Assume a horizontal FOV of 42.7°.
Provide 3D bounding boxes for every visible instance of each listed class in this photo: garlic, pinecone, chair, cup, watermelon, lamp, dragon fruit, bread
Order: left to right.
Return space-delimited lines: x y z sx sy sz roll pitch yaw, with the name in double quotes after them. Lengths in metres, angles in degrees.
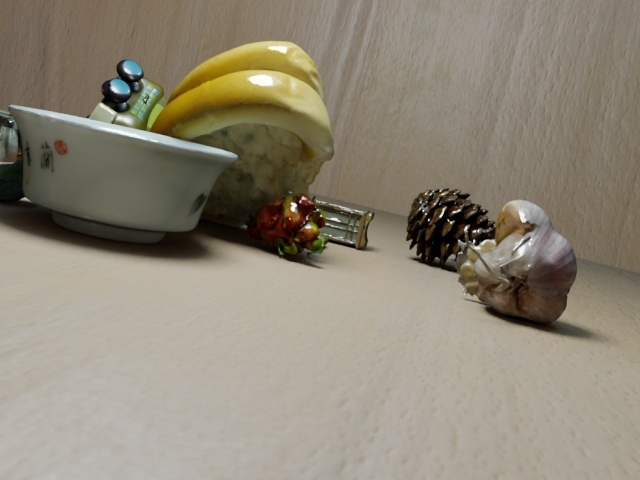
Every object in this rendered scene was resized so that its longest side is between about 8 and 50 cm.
-0.538 -0.100 1.338 0.139 0.071 0.187 9 11 37 "watermelon"
-0.556 -0.167 1.526 0.147 0.136 0.270 16 9 16 "chair"
-0.313 -0.093 1.267 0.347 0.163 0.347 12 7 -2 "cup"
-0.140 -0.188 1.558 0.329 0.245 0.424 34 -39 -16 "bread"
-0.058 -0.024 1.452 0.138 0.142 0.175 -23 40 -8 "dragon fruit"
-0.046 -0.060 1.845 0.325 0.089 0.090 13 6 6 "lamp"
0.294 -0.026 1.832 0.204 0.179 0.184 20 46 10 "pinecone"
0.287 0.039 1.351 0.256 0.207 0.207 11 7 -30 "garlic"

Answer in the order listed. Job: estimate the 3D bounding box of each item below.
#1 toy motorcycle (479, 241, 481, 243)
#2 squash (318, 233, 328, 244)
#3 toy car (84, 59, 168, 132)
0.437 0.037 1.948 0.173 0.108 0.307 19 1 -33 "toy motorcycle"
0.000 0.000 1.689 0.027 0.028 0.083 14 7 7 "squash"
-0.400 -0.242 1.756 0.198 0.204 0.248 33 37 -16 "toy car"
